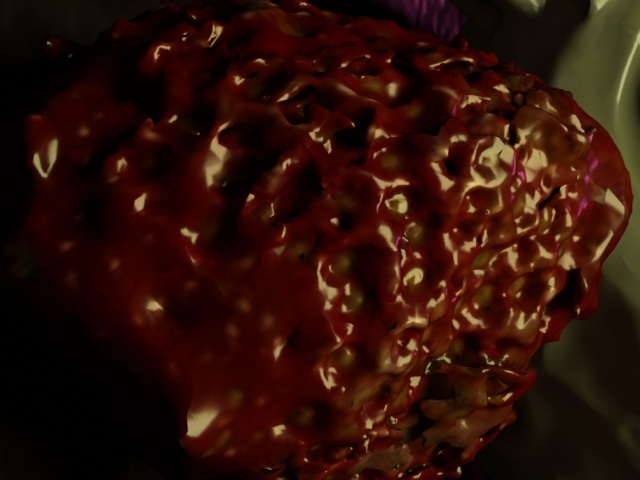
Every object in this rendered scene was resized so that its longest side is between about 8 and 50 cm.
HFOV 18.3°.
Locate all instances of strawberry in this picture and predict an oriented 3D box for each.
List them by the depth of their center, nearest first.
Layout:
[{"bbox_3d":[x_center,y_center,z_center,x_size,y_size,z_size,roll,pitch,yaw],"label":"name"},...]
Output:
[{"bbox_3d":[0.000,0.000,0.647,0.184,0.202,0.186,-56,125,-80],"label":"strawberry"}]

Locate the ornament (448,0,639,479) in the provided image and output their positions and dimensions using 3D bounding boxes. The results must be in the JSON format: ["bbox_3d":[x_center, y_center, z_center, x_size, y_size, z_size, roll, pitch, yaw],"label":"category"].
[{"bbox_3d":[0.202,0.000,0.861,0.337,0.337,0.337,2,88,-60],"label":"ornament"}]
